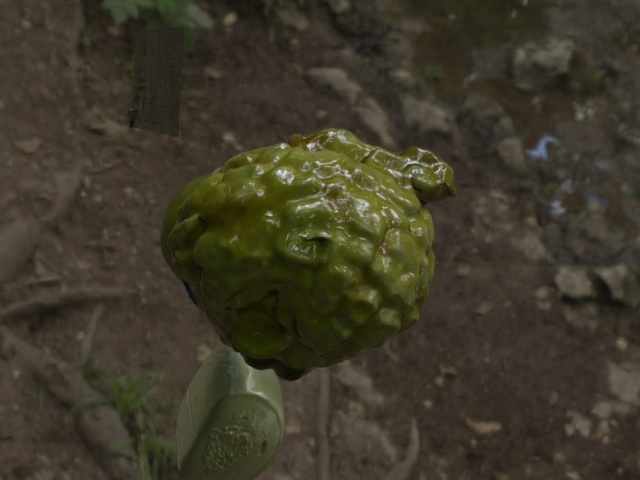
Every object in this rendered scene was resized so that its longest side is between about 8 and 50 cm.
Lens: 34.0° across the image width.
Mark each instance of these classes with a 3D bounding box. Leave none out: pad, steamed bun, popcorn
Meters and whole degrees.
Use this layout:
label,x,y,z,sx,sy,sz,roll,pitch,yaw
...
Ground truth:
label,x,y,z,sx,sy,sz,roll,pitch,yaw
pad,-0.256,-0.246,1.606,0.009,0.159,0.265,2,8,-26
steamed bun,-0.153,0.307,1.827,0.155,0.250,0.200,23,24,-22
popcorn,0.000,0.000,0.938,0.252,0.205,0.237,-31,9,-12

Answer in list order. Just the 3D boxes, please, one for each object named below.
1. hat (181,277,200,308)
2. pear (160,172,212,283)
label,x,y,z,sx,sy,sz,roll,pitch,yaw
hat,-0.128,0.019,1.407,0.138,0.190,0.078,-5,1,18
pear,-0.142,-0.006,1.622,0.213,0.212,0.269,10,-1,6
